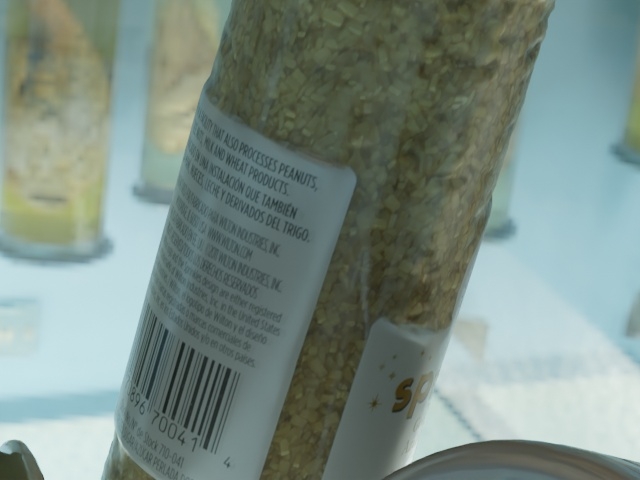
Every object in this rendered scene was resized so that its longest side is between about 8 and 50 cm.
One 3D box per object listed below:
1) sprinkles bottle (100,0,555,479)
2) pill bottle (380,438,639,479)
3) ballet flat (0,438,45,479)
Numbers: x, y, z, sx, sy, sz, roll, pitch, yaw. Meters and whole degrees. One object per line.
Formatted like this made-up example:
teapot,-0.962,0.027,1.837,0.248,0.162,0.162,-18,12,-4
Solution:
sprinkles bottle,0.000,0.000,0.724,0.121,0.355,0.121,15,-163,-5
pill bottle,0.120,0.161,0.679,0.161,0.161,0.283,23,-178,33
ballet flat,-0.199,0.095,0.635,0.182,0.164,0.483,-15,-162,-32
